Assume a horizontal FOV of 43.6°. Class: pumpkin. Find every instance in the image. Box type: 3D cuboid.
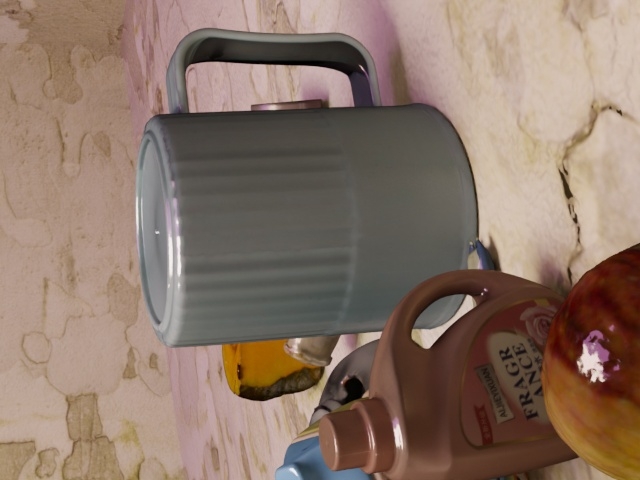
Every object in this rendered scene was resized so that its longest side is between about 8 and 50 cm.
[{"bbox_3d":[-0.078,0.126,1.275,0.190,0.139,0.280,-112,24,-48],"label":"pumpkin"}]

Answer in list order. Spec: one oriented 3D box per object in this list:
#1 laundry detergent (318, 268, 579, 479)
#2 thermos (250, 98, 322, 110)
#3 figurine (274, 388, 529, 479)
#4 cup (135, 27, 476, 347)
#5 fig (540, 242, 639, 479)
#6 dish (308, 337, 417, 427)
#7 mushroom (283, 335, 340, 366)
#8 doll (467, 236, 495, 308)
[{"bbox_3d":[0.107,0.106,0.640,0.076,0.237,0.171,118,144,-56],"label":"laundry detergent"},{"bbox_3d":[-0.046,-0.112,1.206,0.137,0.105,0.193,-155,58,-70],"label":"thermos"},{"bbox_3d":[0.081,0.213,0.711,0.180,0.262,0.153,45,125,24],"label":"figurine"},{"bbox_3d":[-0.028,-0.050,0.860,0.257,0.311,0.331,-138,48,-61],"label":"cup"},{"bbox_3d":[0.218,0.115,0.493,0.160,0.143,0.230,28,-134,-78],"label":"fig"},{"bbox_3d":[0.055,0.283,0.973,0.324,0.124,0.324,175,90,-69],"label":"dish"},{"bbox_3d":[0.002,0.001,1.079,0.097,0.109,0.351,10,102,53],"label":"mushroom"},{"bbox_3d":[0.161,0.059,0.781,0.037,0.027,0.125,129,133,-71],"label":"doll"}]
